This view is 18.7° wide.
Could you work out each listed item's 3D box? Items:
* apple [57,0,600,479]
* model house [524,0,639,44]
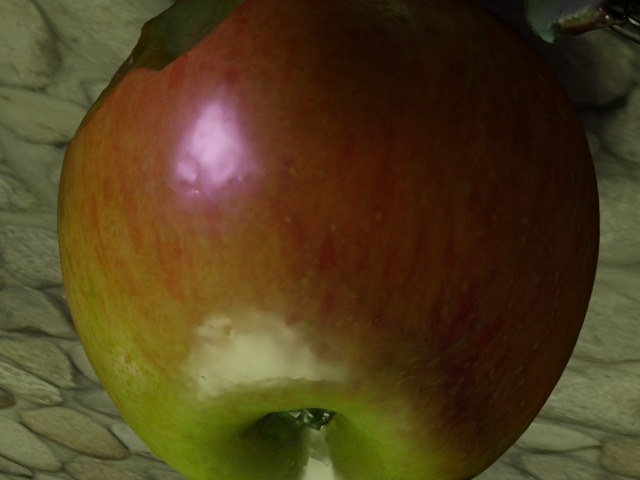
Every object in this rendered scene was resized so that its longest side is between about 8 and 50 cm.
[{"bbox_3d":[0.000,0.000,1.197,0.339,0.339,0.339,15,152,8],"label":"apple"},{"bbox_3d":[0.196,-0.125,1.025,0.152,0.165,0.106,25,136,-13],"label":"model house"}]
